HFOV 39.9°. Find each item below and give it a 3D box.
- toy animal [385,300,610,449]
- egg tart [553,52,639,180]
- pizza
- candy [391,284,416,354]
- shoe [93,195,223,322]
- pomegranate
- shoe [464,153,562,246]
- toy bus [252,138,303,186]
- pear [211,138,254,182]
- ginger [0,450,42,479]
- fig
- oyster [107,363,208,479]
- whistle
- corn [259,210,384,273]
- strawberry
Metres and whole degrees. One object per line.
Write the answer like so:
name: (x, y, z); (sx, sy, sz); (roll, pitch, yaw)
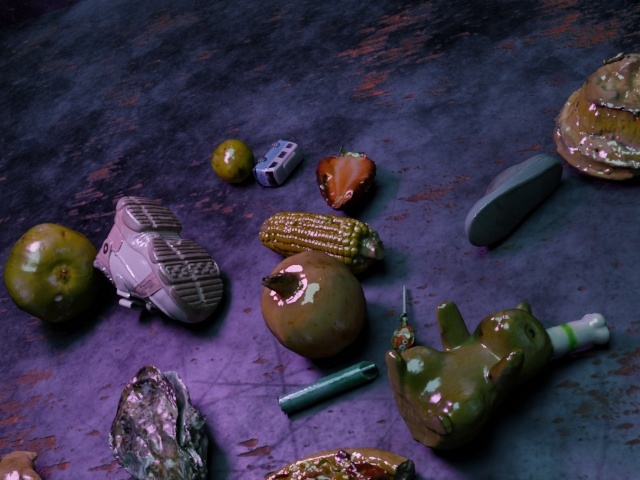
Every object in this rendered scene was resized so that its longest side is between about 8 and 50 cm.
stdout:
toy animal: (0.275, 0.176, 1.402); (0.363, 0.180, 0.181); (-38, 46, -11)
egg tart: (0.624, -0.264, 1.726); (0.352, 0.150, 0.352); (-14, 43, 13)
pizza: (0.005, 0.420, 1.371); (0.289, 0.081, 0.229); (-13, 41, 16)
candy: (0.154, 0.142, 1.631); (0.185, 0.049, 0.055); (-84, 19, -53)
shoe: (-0.357, 0.075, 1.934); (0.198, 0.172, 0.351); (-55, 53, 24)
pomegranate: (-0.009, 0.117, 1.636); (0.207, 0.207, 0.207); (-17, 39, 14)
shoe: (0.360, -0.088, 1.720); (0.251, 0.103, 0.100); (-35, 39, -17)
toy bus: (-0.100, -0.185, 2.140); (0.075, 0.060, 0.123); (12, 50, 35)
pear: (-0.217, -0.199, 2.191); (0.107, 0.107, 0.131); (-29, 45, -2)
ginger: (-0.548, 0.528, 1.554); (0.363, 0.122, 0.348); (-9, 49, 38)
fig: (-0.643, 0.060, 2.054); (0.233, 0.233, 0.314); (-44, 43, -19)
oyster: (-0.275, 0.364, 1.575); (0.351, 0.158, 0.162); (47, 121, 44)
whistle: (0.014, 0.261, 1.581); (0.186, 0.039, 0.039); (-24, 38, 6)
corn: (0.000, 0.000, 1.825); (0.322, 0.119, 0.119); (13, 53, 46)
strawberry: (0.059, -0.129, 1.959); (0.140, 0.085, 0.192); (-23, 43, -6)
